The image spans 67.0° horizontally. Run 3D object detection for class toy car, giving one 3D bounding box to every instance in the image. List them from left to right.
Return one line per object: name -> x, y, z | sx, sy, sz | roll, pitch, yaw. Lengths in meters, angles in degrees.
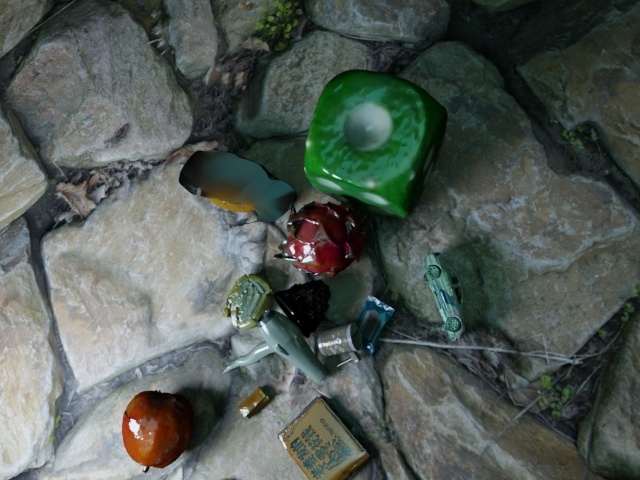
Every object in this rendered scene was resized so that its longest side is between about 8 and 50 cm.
toy car -> 0.318, 0.138, 1.213 | 0.076, 0.090, 0.224 | -18, 74, 1

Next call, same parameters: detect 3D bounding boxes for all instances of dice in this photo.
dice -> 0.141, -0.236, 1.235 | 0.297, 0.300, 0.287 | 19, 85, 14

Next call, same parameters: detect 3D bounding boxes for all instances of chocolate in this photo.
chocolate -> -0.032, 0.157, 1.269 | 0.133, 0.156, 0.156 | -40, 71, -16

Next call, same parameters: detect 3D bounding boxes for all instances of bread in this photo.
bread -> -0.196, 0.169, 1.328 | 0.117, 0.064, 0.156 | 18, 80, 17
bread -> -0.175, 0.428, 1.276 | 0.083, 0.036, 0.047 | -44, 69, -3

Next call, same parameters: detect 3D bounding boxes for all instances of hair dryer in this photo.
hair dryer -> -0.105, 0.321, 1.268 | 0.229, 0.092, 0.267 | 34, 122, -4

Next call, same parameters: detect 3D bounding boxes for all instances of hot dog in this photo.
hot dog -> -0.230, -0.144, 1.394 | 0.326, 0.107, 0.194 | 35, 95, 8

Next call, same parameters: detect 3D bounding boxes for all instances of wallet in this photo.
wallet -> 0.003, 0.515, 1.213 | 0.161, 0.042, 0.195 | -43, 72, -1

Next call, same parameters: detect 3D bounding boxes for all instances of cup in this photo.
cup -> 0.054, 0.266, 1.251 | 0.099, 0.102, 0.074 | -16, 36, 23

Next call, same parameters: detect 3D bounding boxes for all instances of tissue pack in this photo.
tissue pack -> 0.132, 0.222, 1.266 | 0.085, 0.028, 0.138 | 28, 90, 21

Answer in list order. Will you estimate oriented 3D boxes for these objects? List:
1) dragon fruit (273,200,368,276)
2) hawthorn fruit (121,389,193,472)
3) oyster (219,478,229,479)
dragon fruit -> 0.000, 0.000, 1.263 | 0.274, 0.192, 0.193 | -25, 52, 4
hawthorn fruit -> -0.423, 0.491, 1.242 | 0.185, 0.185, 0.202 | 10, 84, 14
oyster -> -0.249, 0.778, 1.194 | 0.128, 0.078, 0.345 | -1, 74, 3
